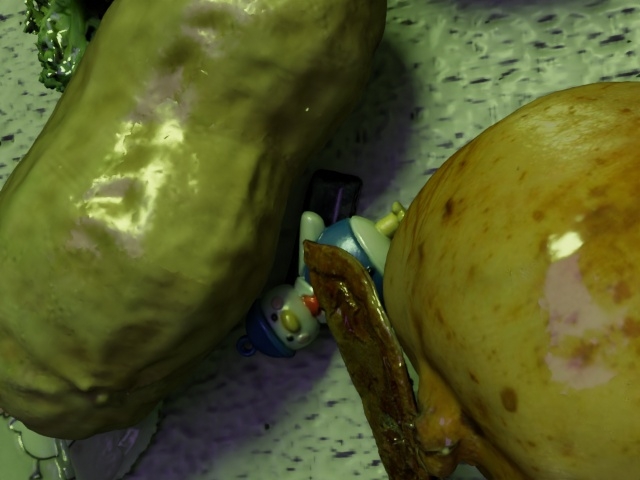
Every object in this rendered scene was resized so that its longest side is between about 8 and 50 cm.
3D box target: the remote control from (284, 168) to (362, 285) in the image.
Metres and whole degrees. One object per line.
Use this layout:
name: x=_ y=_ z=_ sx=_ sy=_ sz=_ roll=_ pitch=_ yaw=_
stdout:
remote control: x=0.000 y=0.000 z=0.764 sx=0.039 sy=0.014 sz=0.096 roll=13 pitch=88 yaw=27

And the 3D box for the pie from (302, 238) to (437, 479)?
pie: x=0.041 y=0.088 z=0.665 sx=0.033 sy=0.088 sz=0.191 roll=-22 pitch=100 yaw=-14

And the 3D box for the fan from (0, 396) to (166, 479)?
fan: x=-0.183 y=0.168 z=0.827 sx=0.233 sy=0.012 sz=0.414 roll=-27 pitch=68 yaw=20

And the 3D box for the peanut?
peanut: x=-0.092 y=-0.045 z=0.712 sx=0.387 sy=0.169 sz=0.192 roll=-60 pitch=25 yaw=9

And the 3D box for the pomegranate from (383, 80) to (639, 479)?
pomegranate: x=0.142 y=0.039 z=0.564 sx=0.248 sy=0.248 sz=0.248 roll=-5 pitch=80 yaw=26

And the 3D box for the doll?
doll: x=0.005 y=0.031 z=0.726 sx=0.143 sy=0.057 sz=0.099 roll=-34 pitch=100 yaw=10

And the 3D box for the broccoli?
broccoli: x=-0.146 y=-0.179 z=0.788 sx=0.167 sy=0.160 sz=0.154 roll=-38 pitch=89 yaw=2
